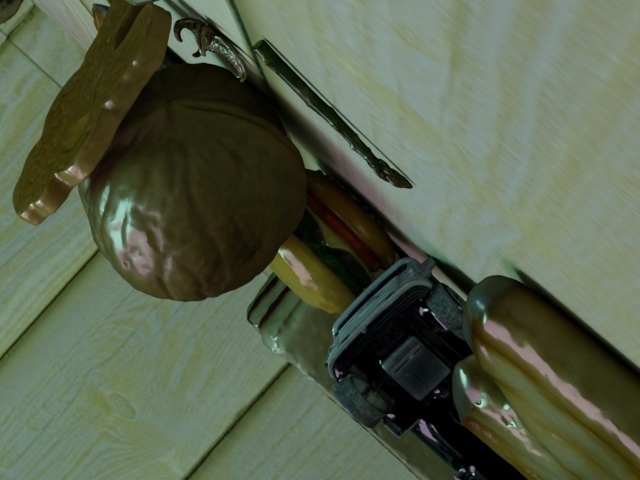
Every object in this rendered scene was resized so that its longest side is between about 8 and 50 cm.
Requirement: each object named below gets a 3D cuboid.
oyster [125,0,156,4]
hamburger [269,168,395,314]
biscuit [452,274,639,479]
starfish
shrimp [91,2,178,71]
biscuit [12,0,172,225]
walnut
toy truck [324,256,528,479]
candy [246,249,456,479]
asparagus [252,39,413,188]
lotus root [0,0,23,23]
[{"bbox_3d":[-0.208,-0.242,1.265,0.209,0.072,0.133,37,177,42],"label":"oyster"},{"bbox_3d":[0.000,0.000,1.540,0.162,0.115,0.162,43,175,5],"label":"hamburger"},{"bbox_3d":[0.219,0.163,1.135,0.290,0.062,0.237,41,160,22],"label":"biscuit"},{"bbox_3d":[-0.092,-0.164,1.265,0.091,0.028,0.078,38,-179,30],"label":"starfish"},{"bbox_3d":[-0.200,-0.205,1.771,0.164,0.062,0.317,48,177,-35],"label":"shrimp"},{"bbox_3d":[-0.206,-0.118,1.336,0.040,0.236,0.144,26,-165,-23],"label":"biscuit"},{"bbox_3d":[-0.122,-0.055,1.399,0.228,0.228,0.228,42,177,3],"label":"walnut"},{"bbox_3d":[0.166,0.177,1.472,0.363,0.176,0.178,42,-171,-17],"label":"toy truck"},{"bbox_3d":[0.079,0.127,1.715,0.320,0.179,0.135,44,177,-19],"label":"candy"},{"bbox_3d":[0.009,-0.090,1.113,0.163,0.016,0.016,44,158,-15],"label":"asparagus"},{"bbox_3d":[-0.423,-0.347,1.562,0.342,0.151,0.169,39,133,28],"label":"lotus root"}]
